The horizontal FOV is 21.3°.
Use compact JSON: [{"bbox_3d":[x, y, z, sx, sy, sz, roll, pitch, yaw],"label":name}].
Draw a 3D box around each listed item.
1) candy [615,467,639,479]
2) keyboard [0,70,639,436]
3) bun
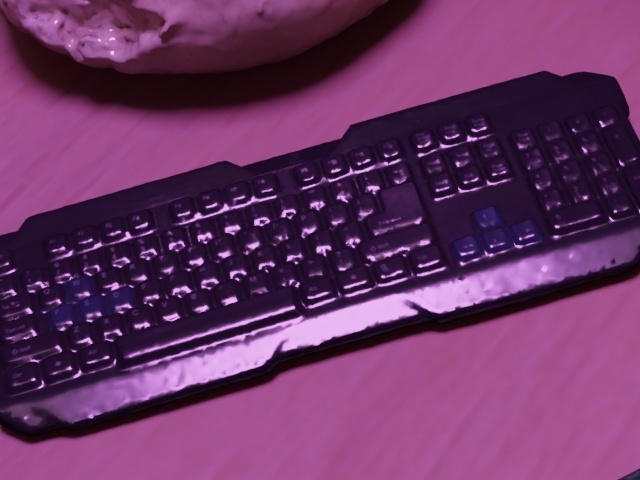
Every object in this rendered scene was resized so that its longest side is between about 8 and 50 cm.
[{"bbox_3d":[0.052,0.102,0.510,0.323,0.097,0.097,-22,48,-18],"label":"candy"},{"bbox_3d":[0.000,0.000,0.641,0.262,0.016,0.106,-16,48,-3],"label":"keyboard"},{"bbox_3d":[-0.048,-0.173,0.724,0.220,0.134,0.220,-4,45,4],"label":"bun"}]
